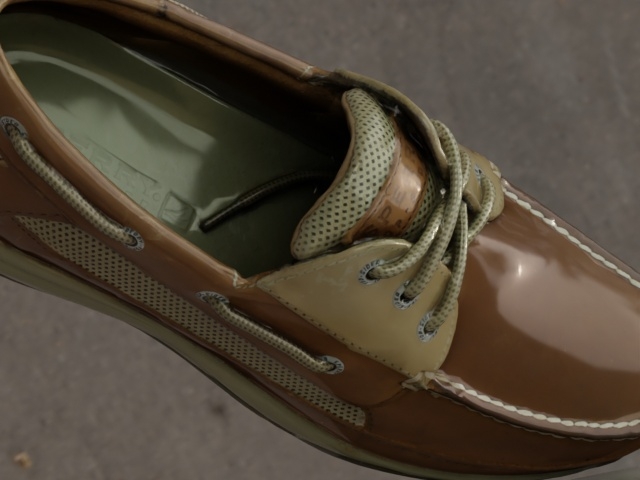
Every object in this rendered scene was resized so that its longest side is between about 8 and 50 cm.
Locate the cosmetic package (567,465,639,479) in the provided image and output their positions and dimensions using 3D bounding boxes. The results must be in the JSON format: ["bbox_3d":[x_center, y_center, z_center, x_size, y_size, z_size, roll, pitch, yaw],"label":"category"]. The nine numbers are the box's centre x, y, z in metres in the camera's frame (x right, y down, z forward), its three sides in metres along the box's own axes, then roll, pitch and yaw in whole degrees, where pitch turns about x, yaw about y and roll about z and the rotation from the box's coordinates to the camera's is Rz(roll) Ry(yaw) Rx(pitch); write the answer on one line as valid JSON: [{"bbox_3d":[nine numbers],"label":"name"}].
[{"bbox_3d":[0.139,0.135,0.622,0.160,0.309,0.113,1,74,-73],"label":"cosmetic package"}]

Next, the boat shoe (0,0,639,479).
[{"bbox_3d":[0.000,0.000,0.639,0.324,0.120,0.123,21,67,-17],"label":"boat shoe"}]
